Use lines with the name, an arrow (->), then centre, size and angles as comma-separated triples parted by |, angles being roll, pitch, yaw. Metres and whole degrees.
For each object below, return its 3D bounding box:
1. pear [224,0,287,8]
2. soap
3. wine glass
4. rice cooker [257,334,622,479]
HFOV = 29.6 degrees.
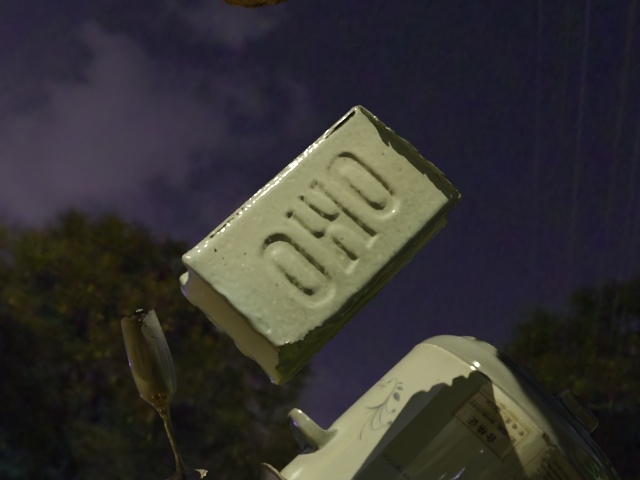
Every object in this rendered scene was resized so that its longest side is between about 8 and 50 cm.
pear -> -0.049, -0.501, 1.515 | 0.386, 0.191, 0.340 | -41, -58, 18
soap -> 0.000, 0.000, 0.903 | 0.114, 0.198, 0.063 | 41, -26, 10
wine glass -> -0.228, 0.218, 1.725 | 0.074, 0.074, 0.262 | -14, -87, 42
rice cooker -> 0.092, 0.243, 1.014 | 0.316, 0.317, 0.264 | 25, -13, -4
